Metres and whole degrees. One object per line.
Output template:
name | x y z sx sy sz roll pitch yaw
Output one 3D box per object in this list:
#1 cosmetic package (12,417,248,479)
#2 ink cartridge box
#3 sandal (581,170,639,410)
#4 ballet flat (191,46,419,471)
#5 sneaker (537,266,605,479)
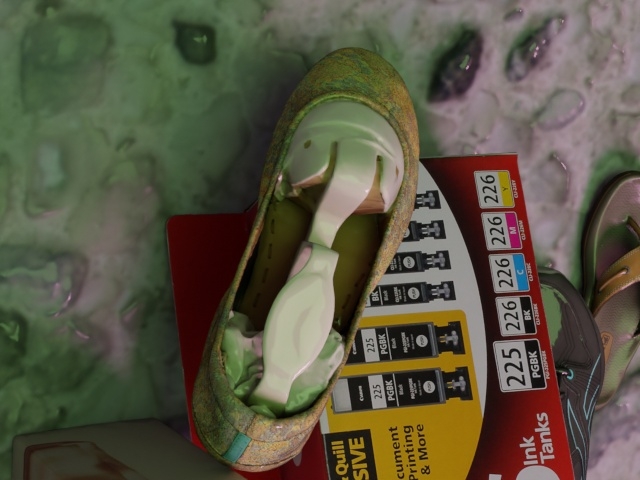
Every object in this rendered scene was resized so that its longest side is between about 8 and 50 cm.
cosmetic package | -0.137 0.236 1.392 0.129 0.296 0.153 -4 96 -20
ink cartridge box | 0.036 0.100 1.477 0.272 0.130 0.309 -4 75 -19
sandal | 0.265 0.049 1.653 0.090 0.060 0.219 21 88 -22
ballet flat | 0.000 0.000 1.365 0.123 0.123 0.348 28 69 -22
sneaker | 0.194 0.157 1.600 0.101 0.106 0.267 -2 97 9
